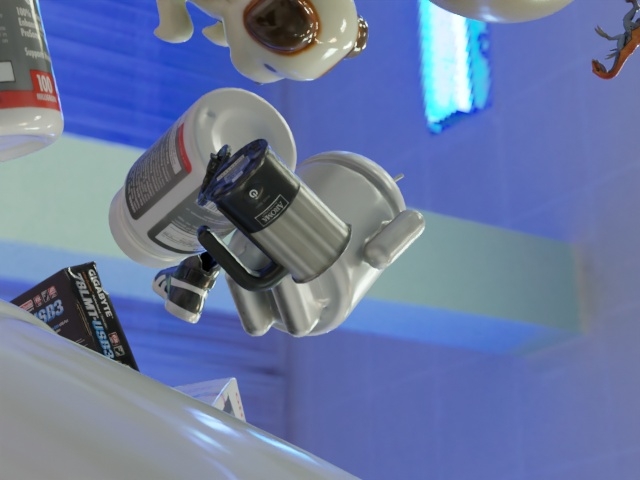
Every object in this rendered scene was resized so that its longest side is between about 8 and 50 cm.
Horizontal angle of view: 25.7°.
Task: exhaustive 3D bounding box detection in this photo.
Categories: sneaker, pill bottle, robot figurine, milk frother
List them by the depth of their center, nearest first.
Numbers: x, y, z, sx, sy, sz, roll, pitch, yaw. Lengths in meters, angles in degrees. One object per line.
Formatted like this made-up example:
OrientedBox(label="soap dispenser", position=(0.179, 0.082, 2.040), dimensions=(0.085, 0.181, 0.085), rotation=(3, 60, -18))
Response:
OrientedBox(label="milk frother", position=(-0.057, -0.034, 1.463), dimensions=(0.129, 0.135, 0.143), rotation=(-35, -156, 22))
OrientedBox(label="pill bottle", position=(-0.419, -0.269, 1.546), dimensions=(0.210, 0.210, 0.363), rotation=(-18, -96, 53))
OrientedBox(label="pill bottle", position=(-0.168, -0.075, 1.893), dimensions=(0.283, 0.161, 0.161), rotation=(-35, -127, 51))
OrientedBox(label="robot figurine", position=(0.000, 0.000, 2.035), dimensions=(0.300, 0.353, 0.200), rotation=(2, -58, 29))
OrientedBox(label="sneaker", position=(-0.212, 0.055, 2.321), dimensions=(0.121, 0.079, 0.217), rotation=(-61, -160, 4))

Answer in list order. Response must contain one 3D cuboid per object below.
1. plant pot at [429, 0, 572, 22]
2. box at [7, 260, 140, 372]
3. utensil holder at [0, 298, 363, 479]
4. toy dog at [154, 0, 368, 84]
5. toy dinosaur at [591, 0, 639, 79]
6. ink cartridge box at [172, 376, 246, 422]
OrientedBox(label="plant pot", position=(0.188, -0.395, 1.729), dimensions=(0.284, 0.191, 0.284), rotation=(16, -64, 35))
OrientedBox(label="box", position=(-0.388, 0.219, 2.071), dimensions=(0.295, 0.073, 0.293), rotation=(-29, -101, 37))
OrientedBox(label="utensil holder", position=(-0.142, 0.233, 0.839), dimensions=(0.385, 0.327, 0.328), rotation=(17, -84, 36))
OrientedBox(label="toy dog", position=(-0.082, -0.427, 2.145), dimensions=(0.395, 0.284, 0.408), rotation=(-27, -105, 20))
OrientedBox(label="toy dinosaur", position=(0.301, -0.198, 1.384), dimensions=(0.090, 0.047, 0.082), rotation=(6, -100, 58))
OrientedBox(label="ink cartridge box", position=(-0.194, 0.360, 2.209), dimensions=(0.306, 0.131, 0.226), rotation=(-48, 127, -79))
